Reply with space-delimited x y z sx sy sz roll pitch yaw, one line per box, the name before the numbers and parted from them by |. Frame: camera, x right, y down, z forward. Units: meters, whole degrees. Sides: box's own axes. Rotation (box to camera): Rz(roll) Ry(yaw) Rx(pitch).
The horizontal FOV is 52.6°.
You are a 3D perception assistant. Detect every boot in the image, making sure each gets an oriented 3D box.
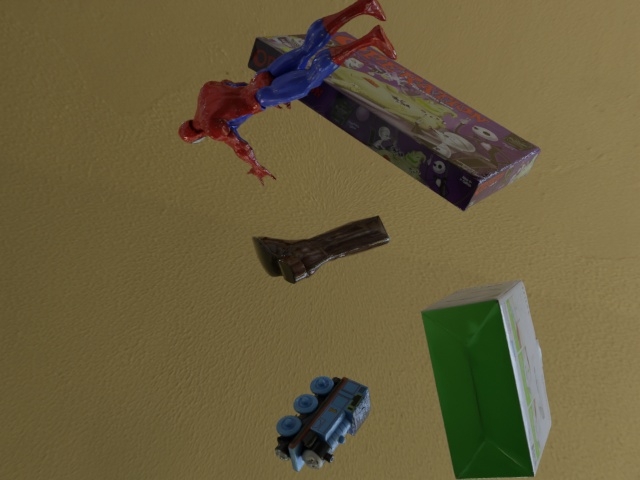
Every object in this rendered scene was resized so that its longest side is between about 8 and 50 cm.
boot | 0.000 0.000 0.639 0.114 0.106 0.037 -26 -60 -23

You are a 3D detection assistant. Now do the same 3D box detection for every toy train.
toy train | 0.004 0.303 1.079 0.105 0.184 0.080 15 -49 31

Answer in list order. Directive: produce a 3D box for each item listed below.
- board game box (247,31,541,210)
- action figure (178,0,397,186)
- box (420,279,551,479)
board game box | 0.097 -0.173 0.843 0.347 0.208 0.056 37 -59 21
action figure | -0.034 -0.164 0.768 0.280 0.139 0.092 -21 -122 20
box | 0.277 0.210 1.038 0.126 0.231 0.262 -12 -90 25
